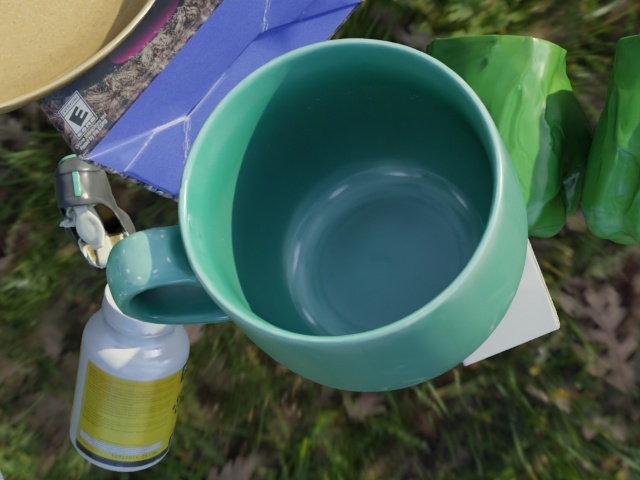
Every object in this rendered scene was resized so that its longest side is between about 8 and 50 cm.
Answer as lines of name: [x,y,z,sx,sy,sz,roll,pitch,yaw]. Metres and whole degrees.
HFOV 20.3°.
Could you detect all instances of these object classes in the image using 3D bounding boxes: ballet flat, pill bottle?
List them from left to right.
ballet flat: [-0.236,-0.013,1.869,0.074,0.203,0.074,-3,62,6]
pill bottle: [-0.181,0.124,1.706,0.103,0.103,0.184,13,125,-1]

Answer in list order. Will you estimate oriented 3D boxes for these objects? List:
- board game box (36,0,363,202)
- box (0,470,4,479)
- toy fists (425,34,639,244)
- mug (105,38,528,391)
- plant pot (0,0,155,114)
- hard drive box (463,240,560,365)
board game box: [-0.150,-0.220,1.461,0.232,0.141,0.291,-48,57,12]
box: [-0.256,0.185,0.703,0.322,0.058,0.232,-21,86,-36]
toy fists: [0.186,-0.064,1.253,0.279,0.096,0.142,4,79,31]
mug: [0.007,-0.007,0.731,0.157,0.097,0.129,15,75,21]
plant pot: [-0.180,-0.140,0.823,0.236,0.032,0.236,0,57,-1]
hard drive box: [0.120,-0.016,1.553,0.089,0.232,0.181,-22,101,1]
